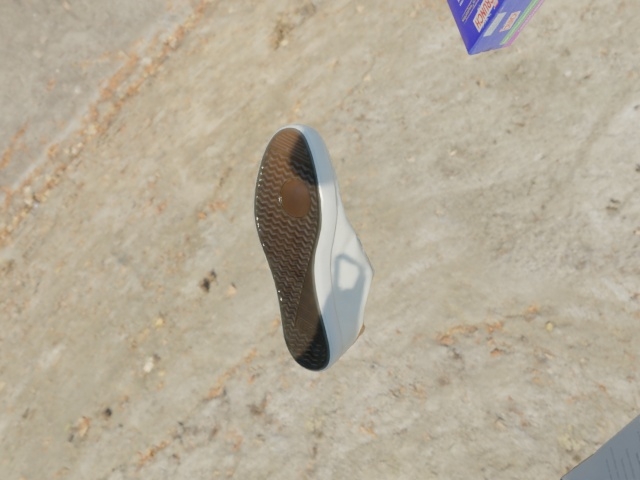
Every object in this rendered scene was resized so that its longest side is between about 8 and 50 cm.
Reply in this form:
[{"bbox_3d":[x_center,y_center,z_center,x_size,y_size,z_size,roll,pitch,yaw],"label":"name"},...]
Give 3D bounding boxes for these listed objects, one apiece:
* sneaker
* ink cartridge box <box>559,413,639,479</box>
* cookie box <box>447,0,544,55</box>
[{"bbox_3d":[0.000,0.000,0.821,0.105,0.290,0.123,10,24,36],"label":"sneaker"},{"bbox_3d":[0.394,0.301,0.732,0.307,0.072,0.304,-61,7,33],"label":"ink cartridge box"},{"bbox_3d":[0.120,-0.205,0.499,0.040,0.092,0.107,-15,79,-13],"label":"cookie box"}]
